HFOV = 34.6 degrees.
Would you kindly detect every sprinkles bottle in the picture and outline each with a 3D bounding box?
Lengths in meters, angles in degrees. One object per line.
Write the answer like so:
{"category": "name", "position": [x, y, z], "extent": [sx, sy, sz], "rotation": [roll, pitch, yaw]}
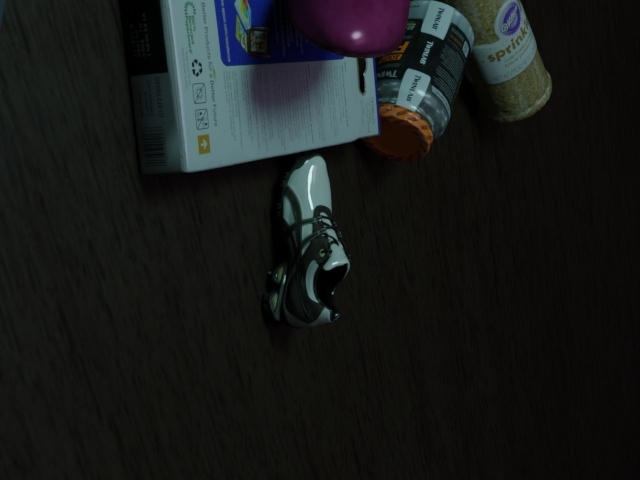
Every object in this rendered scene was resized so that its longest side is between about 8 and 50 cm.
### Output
{"category": "sprinkles bottle", "position": [0.230, -0.325, 1.474], "extent": [0.355, 0.121, 0.121], "rotation": [53, 48, -45]}

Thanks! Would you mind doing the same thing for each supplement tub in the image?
{"category": "supplement tub", "position": [0.119, -0.201, 1.302], "extent": [0.117, 0.117, 0.190], "rotation": [54, 47, -44]}

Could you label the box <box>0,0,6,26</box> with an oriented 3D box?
{"category": "box", "position": [-0.322, -0.254, 0.613], "extent": [0.318, 0.097, 0.395], "rotation": [23, 71, -54]}

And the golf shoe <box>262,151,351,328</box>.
{"category": "golf shoe", "position": [0.000, 0.000, 1.132], "extent": [0.077, 0.094, 0.198], "rotation": [10, 85, -53]}

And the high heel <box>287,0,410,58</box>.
{"category": "high heel", "position": [0.050, -0.324, 1.033], "extent": [0.377, 0.127, 0.181], "rotation": [-85, -170, -54]}

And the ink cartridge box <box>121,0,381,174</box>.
{"category": "ink cartridge box", "position": [-0.054, -0.177, 1.074], "extent": [0.371, 0.069, 0.176], "rotation": [-18, 105, -54]}
